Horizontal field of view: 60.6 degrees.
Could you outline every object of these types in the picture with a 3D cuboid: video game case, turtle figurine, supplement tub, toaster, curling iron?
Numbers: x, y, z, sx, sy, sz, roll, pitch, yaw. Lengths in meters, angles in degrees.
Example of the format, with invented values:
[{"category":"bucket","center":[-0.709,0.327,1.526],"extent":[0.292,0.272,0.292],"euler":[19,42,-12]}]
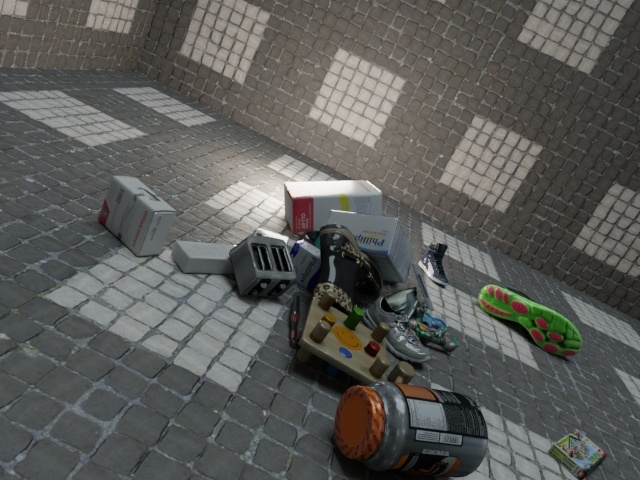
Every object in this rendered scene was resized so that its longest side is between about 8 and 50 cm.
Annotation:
[{"category":"video game case","center":[0.401,0.179,2.145],"extent":[0.212,0.023,0.193],"euler":[22,48,-79]},{"category":"turtle figurine","center":[0.368,0.305,1.895],"extent":[0.234,0.118,0.175],"euler":[32,28,-34]},{"category":"supplement tub","center":[0.203,0.426,1.240],"extent":[0.316,0.193,0.193],"euler":[16,21,-26]},{"category":"toaster","center":[-0.181,0.077,1.699],"extent":[0.168,0.110,0.185],"euler":[8,54,-44]},{"category":"curling iron","center":[-0.065,0.241,1.628],"extent":[0.068,0.035,0.274],"euler":[24,19,-18]}]

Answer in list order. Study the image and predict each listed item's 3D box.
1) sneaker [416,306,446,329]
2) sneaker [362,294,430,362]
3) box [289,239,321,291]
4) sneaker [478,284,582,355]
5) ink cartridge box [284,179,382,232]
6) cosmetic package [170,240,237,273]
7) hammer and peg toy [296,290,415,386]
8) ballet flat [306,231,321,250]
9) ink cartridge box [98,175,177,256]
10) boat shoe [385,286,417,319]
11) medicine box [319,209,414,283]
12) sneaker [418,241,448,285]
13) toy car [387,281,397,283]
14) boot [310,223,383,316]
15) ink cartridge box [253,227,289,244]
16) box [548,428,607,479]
[{"category":"sneaker","center":[0.404,0.307,2.037],"extent":[0.162,0.073,0.063],"euler":[32,-19,-32]},{"category":"sneaker","center":[0.253,0.289,1.785],"extent":[0.105,0.115,0.281],"euler":[2,30,-50]},{"category":"box","center":[-0.046,0.087,1.915],"extent":[0.137,0.126,0.072],"euler":[32,18,17]},{"category":"sneaker","center":[0.961,0.335,2.479],"extent":[0.483,0.185,0.202],"euler":[36,25,23]},{"category":"ink cartridge box","center":[0.047,-0.155,2.385],"extent":[0.385,0.160,0.279],"euler":[-3,19,-9]},{"category":"cosmetic package","center":[-0.338,0.057,1.719],"extent":[0.239,0.060,0.099],"euler":[6,26,-45]},{"category":"hammer and peg toy","center":[0.115,0.305,1.495],"extent":[0.361,0.127,0.266],"euler":[32,20,-4]},{"category":"ballet flat","center":[0.000,0.000,2.313],"extent":[0.070,0.070,0.188],"euler":[15,25,-30]},{"category":"ink cartridge box","center":[-0.550,-0.074,1.641],"extent":[0.218,0.158,0.092],"euler":[37,21,28]},{"category":"boat shoe","center":[0.308,0.244,2.059],"extent":[0.319,0.116,0.099],"euler":[-15,87,-72]},{"category":"medicine box","center":[0.179,0.027,2.025],"extent":[0.264,0.149,0.289],"euler":[8,-22,25]},{"category":"sneaker","center":[0.568,0.103,2.618],"extent":[0.086,0.163,0.226],"euler":[17,22,-30]},{"category":"toy car","center":[0.209,0.077,2.248],"extent":[0.238,0.219,0.210],"euler":[-21,44,-26]},{"category":"boot","center":[0.089,0.158,1.807],"extent":[0.377,0.138,0.284],"euler":[56,35,-44]},{"category":"ink cartridge box","center":[-0.187,0.029,1.943],"extent":[0.128,0.072,0.175],"euler":[15,20,-3]},{"category":"box","center":[0.779,0.643,1.653],"extent":[0.207,0.036,0.114],"euler":[4,29,-49]}]
